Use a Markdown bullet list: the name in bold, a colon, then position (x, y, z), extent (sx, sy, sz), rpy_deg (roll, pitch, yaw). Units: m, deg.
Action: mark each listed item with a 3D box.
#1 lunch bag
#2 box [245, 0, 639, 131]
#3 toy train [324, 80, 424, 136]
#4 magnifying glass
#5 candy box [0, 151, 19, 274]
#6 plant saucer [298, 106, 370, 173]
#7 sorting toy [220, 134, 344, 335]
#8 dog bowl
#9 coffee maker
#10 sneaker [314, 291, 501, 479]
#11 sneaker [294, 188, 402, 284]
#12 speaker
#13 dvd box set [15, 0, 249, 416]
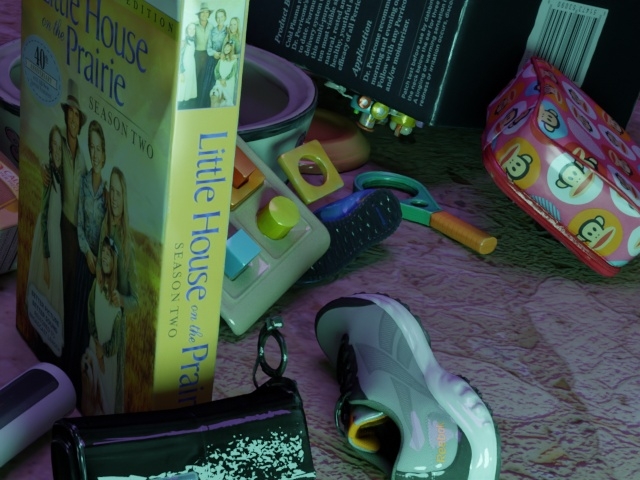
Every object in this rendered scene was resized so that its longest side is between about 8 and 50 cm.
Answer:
- **lunch bag**: position (0.325, -0.087, 1.583), extent (0.258, 0.120, 0.293), rpy_deg (39, 24, -8)
- **box**: position (0.185, -0.363, 1.903), extent (0.480, 0.297, 0.471), rpy_deg (-1, 24, -45)
- **toy train**: position (0.078, -0.183, 1.841), extent (0.125, 0.046, 0.166), rpy_deg (27, 12, 37)
- **magnifying glass**: position (0.129, -0.038, 1.603), extent (0.092, 0.026, 0.231), rpy_deg (-13, 32, -37)
- **candy box**: position (-0.441, -0.023, 1.262), extent (0.183, 0.087, 0.316), rpy_deg (43, 35, 17)
- **plant saucer**: position (-0.027, -0.147, 1.779), extent (0.200, 0.037, 0.200), rpy_deg (6, 26, -3)
- **sorting toy**: position (-0.089, -0.028, 1.315), extent (0.196, 0.047, 0.347), rpy_deg (49, 48, -4)
- **dog bowl**: position (-0.211, -0.134, 1.571), extent (0.408, 0.150, 0.408), rpy_deg (5, 25, -2)
- **coffee maker**: position (-0.107, 0.159, 0.957), extent (0.178, 0.120, 0.171), rpy_deg (-4, 66, -23)
- **sneaker**: position (0.053, 0.130, 1.140), extent (0.108, 0.100, 0.271), rpy_deg (-10, 30, -22)
- **sneaker**: position (0.000, 0.000, 1.458), extent (0.209, 0.069, 0.082), rpy_deg (-28, 10, -39)
- **speaker**: position (-0.262, 0.153, 1.054), extent (0.055, 0.055, 0.136), rpy_deg (17, 27, 21)
- **dvd box set**: position (-0.173, -0.045, 1.069), extent (0.062, 0.420, 0.307), rpy_deg (-9, 30, -32)
